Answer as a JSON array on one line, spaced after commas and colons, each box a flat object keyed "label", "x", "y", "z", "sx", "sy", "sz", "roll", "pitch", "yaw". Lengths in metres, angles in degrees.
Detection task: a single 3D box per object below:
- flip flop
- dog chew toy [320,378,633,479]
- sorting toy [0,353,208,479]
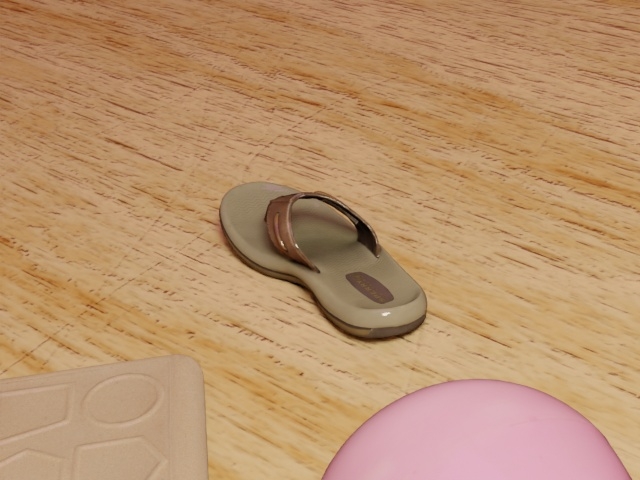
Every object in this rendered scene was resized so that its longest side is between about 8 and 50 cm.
[{"label": "flip flop", "x": 0.000, "y": 0.000, "z": 1.164, "sx": 0.112, "sy": 0.080, "sz": 0.277, "roll": -22, "pitch": 35, "yaw": -23}, {"label": "dog chew toy", "x": 0.128, "y": 0.230, "z": 0.680, "sx": 0.206, "sy": 0.207, "sz": 0.332, "roll": -19, "pitch": 42, "yaw": -19}, {"label": "sorting toy", "x": -0.194, "y": 0.167, "z": 0.983, "sx": 0.208, "sy": 0.038, "sz": 0.193, "roll": -4, "pitch": 32, "yaw": -5}]
